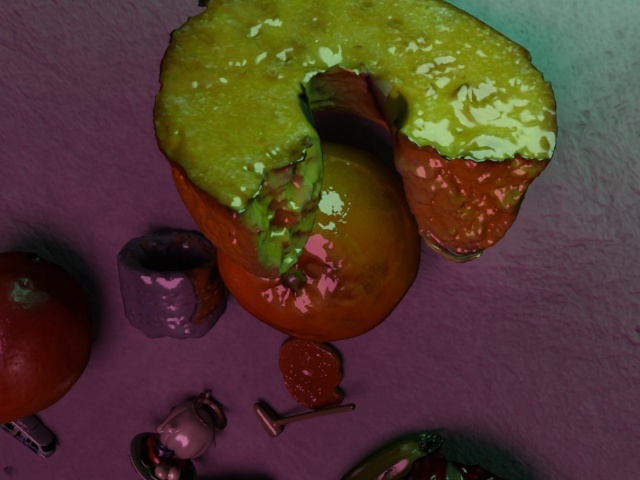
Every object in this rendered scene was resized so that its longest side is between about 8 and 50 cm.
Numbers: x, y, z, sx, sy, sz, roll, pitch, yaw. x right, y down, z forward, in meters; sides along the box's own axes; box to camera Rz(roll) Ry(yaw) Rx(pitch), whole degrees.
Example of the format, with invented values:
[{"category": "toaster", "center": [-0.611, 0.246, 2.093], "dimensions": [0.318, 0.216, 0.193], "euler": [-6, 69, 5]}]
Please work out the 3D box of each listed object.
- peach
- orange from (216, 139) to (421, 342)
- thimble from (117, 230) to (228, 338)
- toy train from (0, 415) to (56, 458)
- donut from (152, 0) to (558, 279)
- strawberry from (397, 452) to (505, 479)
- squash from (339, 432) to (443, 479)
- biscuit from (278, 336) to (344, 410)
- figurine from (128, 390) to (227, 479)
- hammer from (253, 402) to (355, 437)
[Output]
[{"category": "peach", "center": [-0.470, 0.144, 1.778], "dimensions": [0.281, 0.238, 0.281], "euler": [-8, 122, -14]}, {"category": "orange", "center": [0.000, 0.000, 1.490], "dimensions": [0.261, 0.261, 0.261], "euler": [11, 121, 18]}, {"category": "thimble", "center": [-0.212, 0.064, 1.682], "dimensions": [0.151, 0.127, 0.118], "euler": [9, 122, 20]}, {"category": "toy train", "center": [-0.539, 0.300, 2.012], "dimensions": [0.207, 0.043, 0.047], "euler": [37, 122, 0]}, {"category": "donut", "center": [0.030, -0.135, 1.338], "dimensions": [0.435, 0.377, 0.163], "euler": [-5, 142, -6]}, {"category": "strawberry", "center": [0.208, 0.487, 1.661], "dimensions": [0.292, 0.291, 0.310], "euler": [-8, 140, 27]}, {"category": "squash", "center": [0.071, 0.379, 1.770], "dimensions": [0.080, 0.071, 0.318], "euler": [37, 126, -1]}, {"category": "biscuit", "center": [-0.013, 0.194, 1.734], "dimensions": [0.102, 0.019, 0.130], "euler": [1, 118, 24]}, {"category": "figurine", "center": [-0.210, 0.312, 1.839], "dimensions": [0.132, 0.132, 0.153], "euler": [40, 113, -2]}, {"category": "hammer", "center": [-0.023, 0.252, 1.748], "dimensions": [0.195, 0.028, 0.060], "euler": [-20, 109, 42]}]
